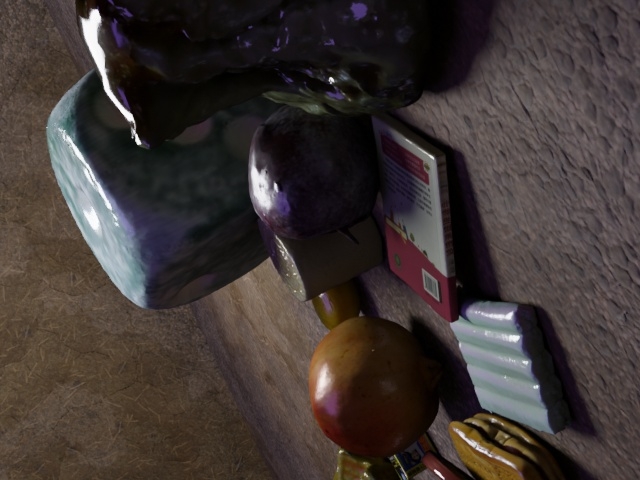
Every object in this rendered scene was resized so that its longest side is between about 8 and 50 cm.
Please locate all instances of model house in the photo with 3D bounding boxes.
[{"bbox_3d":[0.089,0.510,2.070,0.268,0.173,0.239,52,162,27],"label":"model house"}]

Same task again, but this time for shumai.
[{"bbox_3d":[-0.091,-0.243,1.150,0.324,0.323,0.397,68,164,-10],"label":"shumai"}]

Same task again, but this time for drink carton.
[{"bbox_3d":[0.131,0.322,1.818,0.165,0.071,0.056,61,168,10],"label":"drink carton"}]

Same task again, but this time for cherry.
[{"bbox_3d":[-0.007,-0.091,1.401,0.195,0.195,0.195,55,162,27],"label":"cherry"}]

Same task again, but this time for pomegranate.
[{"bbox_3d":[0.075,0.219,1.587,0.209,0.209,0.209,55,162,27],"label":"pomegranate"}]

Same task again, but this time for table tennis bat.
[{"bbox_3d":[0.259,0.388,1.462,0.310,0.038,0.200,33,176,37],"label":"table tennis bat"}]

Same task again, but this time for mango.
[{"bbox_3d":[0.015,0.074,1.778,0.103,0.076,0.161,180,68,-78],"label":"mango"}]

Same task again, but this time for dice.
[{"bbox_3d":[-0.222,-0.111,1.738,0.328,0.348,0.330,55,157,15],"label":"dice"}]

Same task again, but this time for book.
[{"bbox_3d":[0.118,-0.030,1.319,0.162,0.022,0.231,44,147,54],"label":"book"}]

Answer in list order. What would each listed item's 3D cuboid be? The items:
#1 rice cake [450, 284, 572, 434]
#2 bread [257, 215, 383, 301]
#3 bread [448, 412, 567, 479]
[{"bbox_3d":[0.223,0.145,1.304,0.198,0.037,0.189,22,136,67],"label":"rice cake"},{"bbox_3d":[0.000,0.000,1.588,0.148,0.141,0.134,57,167,24],"label":"bread"},{"bbox_3d":[0.250,0.294,1.387,0.200,0.077,0.116,23,139,65],"label":"bread"}]
